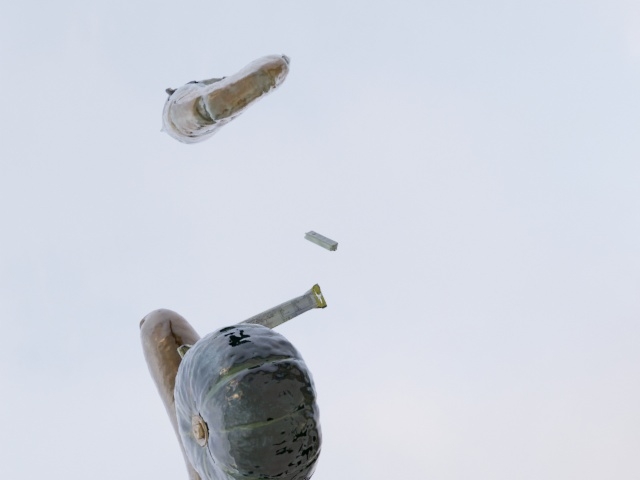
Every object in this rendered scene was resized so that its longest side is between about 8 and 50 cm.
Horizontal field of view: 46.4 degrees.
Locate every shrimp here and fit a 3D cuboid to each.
[{"bbox_3d":[-0.179,-0.237,1.256,0.221,0.446,0.109,-35,-74,-16],"label":"shrimp"}]

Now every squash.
[{"bbox_3d":[-0.100,0.239,1.034,0.165,0.252,0.252,-10,-68,-33],"label":"squash"}]

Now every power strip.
[{"bbox_3d":[0.000,0.000,1.597,0.027,0.083,0.017,-27,-43,-55],"label":"power strip"}]

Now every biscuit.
[{"bbox_3d":[-0.114,0.151,1.332,0.292,0.026,0.048,-22,-85,-26],"label":"biscuit"}]

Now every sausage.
[{"bbox_3d":[-0.208,0.343,1.359,0.136,0.500,0.123,-26,-19,9],"label":"sausage"}]
